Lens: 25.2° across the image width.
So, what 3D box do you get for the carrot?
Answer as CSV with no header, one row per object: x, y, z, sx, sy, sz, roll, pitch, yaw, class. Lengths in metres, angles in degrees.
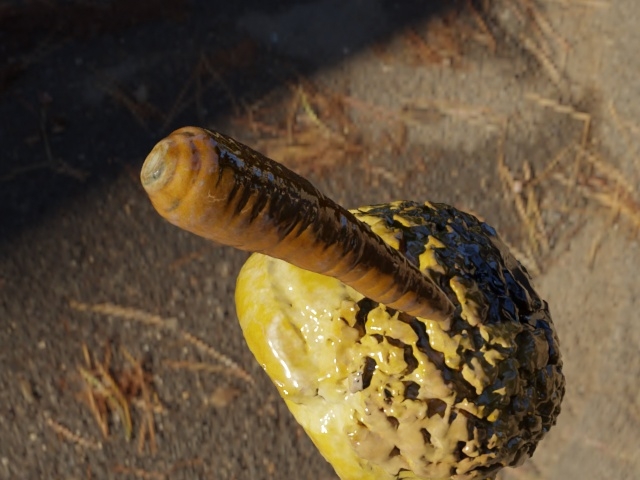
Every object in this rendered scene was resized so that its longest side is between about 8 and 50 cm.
0.000,0.000,0.692,0.048,0.216,0.048,-24,54,37,carrot

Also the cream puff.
0.093,0.087,1.385,0.231,0.343,0.327,-38,27,22,cream puff
